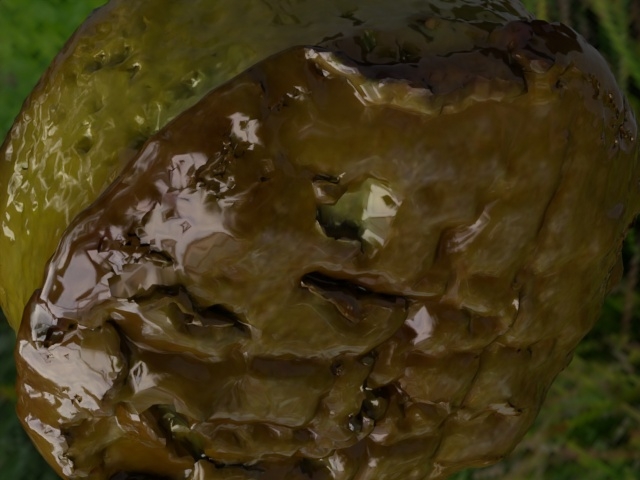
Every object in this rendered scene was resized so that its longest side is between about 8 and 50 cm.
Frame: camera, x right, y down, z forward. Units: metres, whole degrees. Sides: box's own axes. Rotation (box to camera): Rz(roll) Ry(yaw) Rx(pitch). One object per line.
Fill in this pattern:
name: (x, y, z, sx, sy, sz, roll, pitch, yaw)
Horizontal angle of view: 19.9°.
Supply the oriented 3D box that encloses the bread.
bread: (0.000, 0.000, 1.015, 0.215, 0.398, 0.398, 52, 173, 40)
